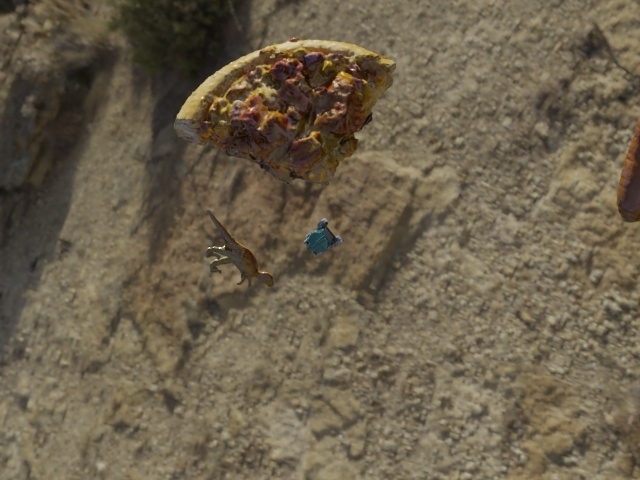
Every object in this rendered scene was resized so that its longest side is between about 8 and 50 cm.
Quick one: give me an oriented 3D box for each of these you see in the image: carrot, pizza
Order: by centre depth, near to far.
[{"bbox_3d":[0.377,-0.124,1.032,0.048,0.048,0.216,37,126,56],"label":"carrot"},{"bbox_3d":[-0.052,-0.226,1.590,0.114,0.409,0.277,93,164,-71],"label":"pizza"}]

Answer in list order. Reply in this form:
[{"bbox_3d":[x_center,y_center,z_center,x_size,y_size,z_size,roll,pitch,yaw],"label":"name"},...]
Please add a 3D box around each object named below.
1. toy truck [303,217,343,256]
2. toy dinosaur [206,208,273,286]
[{"bbox_3d":[0.000,0.000,1.203,0.044,0.039,0.083,-38,0,-7],"label":"toy truck"},{"bbox_3d":[-0.147,0.019,1.677,0.039,0.126,0.162,-85,-1,-59],"label":"toy dinosaur"}]
